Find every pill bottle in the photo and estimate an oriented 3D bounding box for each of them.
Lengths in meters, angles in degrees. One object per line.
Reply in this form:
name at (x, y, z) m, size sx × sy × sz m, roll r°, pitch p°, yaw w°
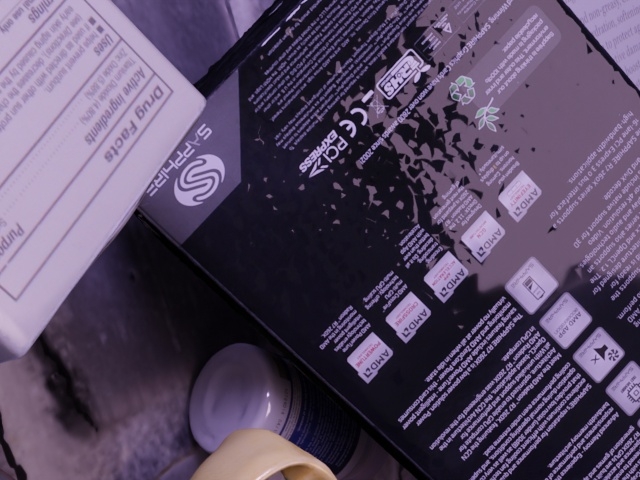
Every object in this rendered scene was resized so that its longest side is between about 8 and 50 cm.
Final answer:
pill bottle at (-0.014, 0.108, 0.696) m, size 0.120 × 0.067 × 0.067 m, roll 28°, pitch 65°, yaw -43°

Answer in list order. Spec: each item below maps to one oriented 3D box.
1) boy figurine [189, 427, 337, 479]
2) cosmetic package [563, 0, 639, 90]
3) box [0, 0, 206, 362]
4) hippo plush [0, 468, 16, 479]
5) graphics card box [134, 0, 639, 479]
boy figurine at (-0.054, 0.230, 0.558) m, size 0.177 × 0.092 × 0.285 m, roll 33°, pitch 63°, yaw -27°
cosmetic package at (0.116, -0.149, 0.807) m, size 0.230 × 0.162 × 0.453 m, roll -31°, pitch 108°, yaw -45°
box at (-0.207, -0.098, 0.427) m, size 0.311 × 0.121 × 0.148 m, roll 47°, pitch 51°, yaw -21°
hippo plush at (-0.192, 0.200, 0.420) m, size 0.294 × 0.234 × 0.236 m, roll 44°, pitch 83°, yaw -15°
graphics card box at (0.095, 0.013, 0.646) m, size 0.371 × 0.094 × 0.233 m, roll 43°, pitch 86°, yaw -17°
